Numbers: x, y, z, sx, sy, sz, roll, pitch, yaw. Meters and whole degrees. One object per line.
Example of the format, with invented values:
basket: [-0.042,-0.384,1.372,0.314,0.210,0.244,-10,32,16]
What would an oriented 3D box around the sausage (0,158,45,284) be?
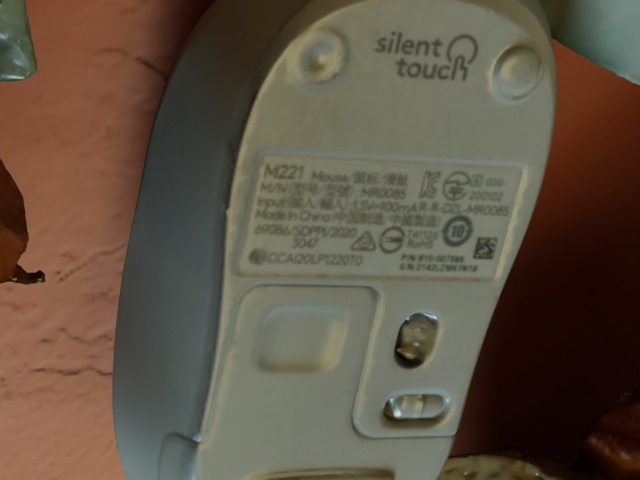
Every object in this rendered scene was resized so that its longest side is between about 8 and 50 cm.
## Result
sausage: [-0.165,-0.045,0.728,0.065,0.065,0.169,-36,110,-5]

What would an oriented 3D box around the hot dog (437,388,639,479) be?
hot dog: [0.198,0.184,1.076,0.367,0.196,0.365,-18,158,10]

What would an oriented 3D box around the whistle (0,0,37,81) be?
whistle: [-0.149,-0.176,0.685,0.062,0.062,0.312,-22,135,-19]

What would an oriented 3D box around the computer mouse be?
computer mouse: [0.000,0.000,0.899,0.184,0.121,0.297,-2,113,-24]

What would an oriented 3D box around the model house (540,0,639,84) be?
model house: [0.227,-0.233,0.853,0.301,0.190,0.271,-33,136,-31]
